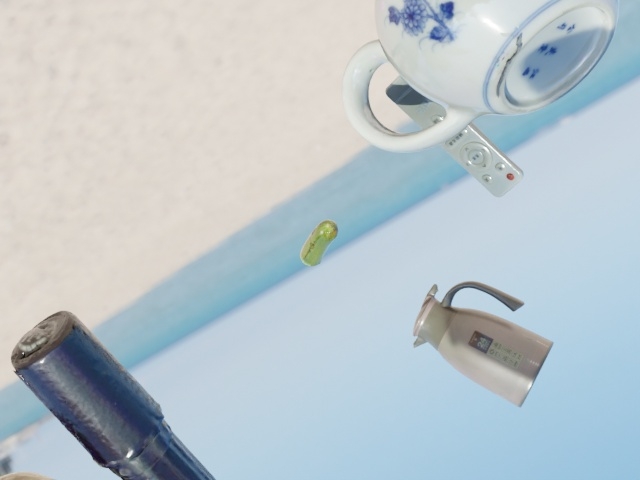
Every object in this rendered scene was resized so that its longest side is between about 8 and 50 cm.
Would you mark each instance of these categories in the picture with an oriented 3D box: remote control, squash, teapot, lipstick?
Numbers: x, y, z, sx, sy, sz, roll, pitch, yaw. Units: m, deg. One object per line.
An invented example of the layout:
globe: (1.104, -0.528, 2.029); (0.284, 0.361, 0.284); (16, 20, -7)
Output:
remote control: (0.155, -0.125, 1.557); (0.050, 0.184, 0.027); (-42, -173, 40)
squash: (0.000, 0.000, 1.545); (0.027, 0.027, 0.083); (-29, 165, -29)
teapot: (0.159, -0.270, 1.400); (0.252, 0.280, 0.424); (1, 132, -48)
lipstick: (-0.175, 0.190, 1.284); (0.081, 0.300, 0.081); (-28, -153, 16)

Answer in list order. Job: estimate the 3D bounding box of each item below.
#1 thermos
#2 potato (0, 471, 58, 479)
thermos: (0.231, 0.133, 1.943); (0.137, 0.193, 0.105); (-65, 168, 13)
potato: (-0.291, 0.350, 1.422); (0.242, 0.242, 0.285); (-30, 142, 19)
